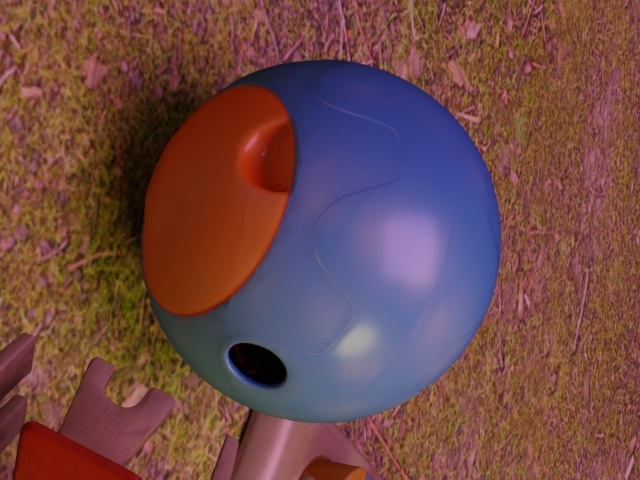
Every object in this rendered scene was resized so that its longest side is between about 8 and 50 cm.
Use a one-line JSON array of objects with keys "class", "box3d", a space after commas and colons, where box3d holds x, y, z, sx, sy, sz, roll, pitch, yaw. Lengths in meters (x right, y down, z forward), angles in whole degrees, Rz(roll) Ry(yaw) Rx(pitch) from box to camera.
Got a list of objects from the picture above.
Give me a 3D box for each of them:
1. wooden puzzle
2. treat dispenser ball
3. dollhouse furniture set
[{"class": "wooden puzzle", "box3d": [0.003, 0.354, 1.359, 0.348, 0.080, 0.322, 50, 53, -48]}, {"class": "treat dispenser ball", "box3d": [0.000, 0.000, 1.114, 0.288, 0.288, 0.288, -11, 103, -58]}, {"class": "dollhouse furniture set", "box3d": [-0.169, 0.200, 0.917, 0.135, 0.262, 0.259, -60, 174, -40]}]
